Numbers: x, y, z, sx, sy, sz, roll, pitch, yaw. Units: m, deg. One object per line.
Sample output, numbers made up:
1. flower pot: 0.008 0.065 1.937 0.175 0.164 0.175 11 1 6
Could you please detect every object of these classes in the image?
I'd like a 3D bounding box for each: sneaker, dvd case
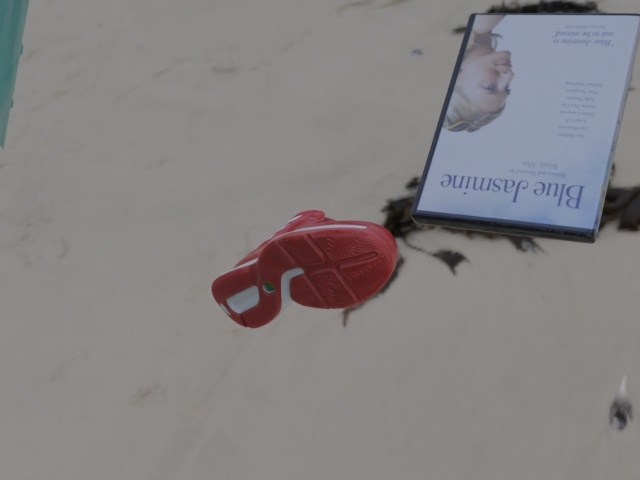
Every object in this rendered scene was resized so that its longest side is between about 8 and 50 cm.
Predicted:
1. sneaker: 0.000 0.000 0.860 0.221 0.087 0.128 -16 27 44
2. dvd case: 0.205 -0.121 0.937 0.180 0.022 0.253 7 67 27

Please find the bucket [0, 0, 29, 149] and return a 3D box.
1. bucket: -0.292 -0.157 0.523 0.281 0.183 0.281 20 35 -14
